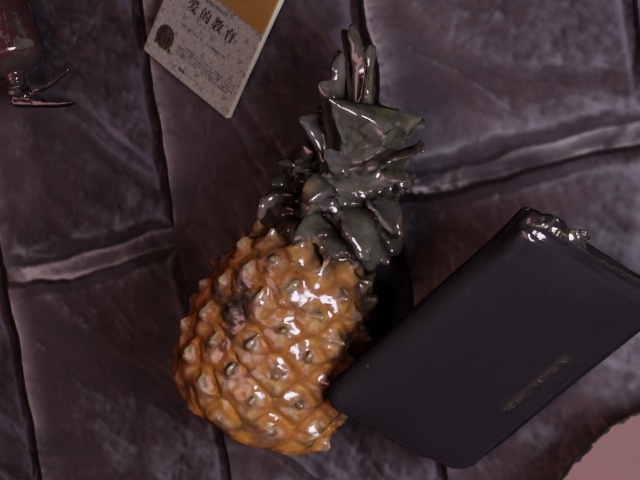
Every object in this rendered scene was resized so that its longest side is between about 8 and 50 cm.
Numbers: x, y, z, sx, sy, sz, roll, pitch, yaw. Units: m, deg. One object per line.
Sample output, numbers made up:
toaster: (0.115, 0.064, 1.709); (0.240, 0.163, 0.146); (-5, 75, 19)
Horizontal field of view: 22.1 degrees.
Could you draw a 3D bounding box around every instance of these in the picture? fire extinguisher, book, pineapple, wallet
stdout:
fire extinguisher: (-0.309, -0.243, 1.564); (0.089, 0.072, 0.267); (-18, 83, 6)
book: (-0.085, -0.209, 1.420); (0.118, 0.012, 0.172); (40, 119, 27)
pineapple: (0.000, 0.000, 1.303); (0.169, 0.169, 0.340); (32, 108, 32)
wallet: (0.132, 0.079, 1.212); (0.250, 0.149, 0.044); (-43, 29, 33)

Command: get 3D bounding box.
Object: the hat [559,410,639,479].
hat: (0.249, 0.324, 1.152); (0.382, 0.257, 0.366); (-42, 33, 2)
